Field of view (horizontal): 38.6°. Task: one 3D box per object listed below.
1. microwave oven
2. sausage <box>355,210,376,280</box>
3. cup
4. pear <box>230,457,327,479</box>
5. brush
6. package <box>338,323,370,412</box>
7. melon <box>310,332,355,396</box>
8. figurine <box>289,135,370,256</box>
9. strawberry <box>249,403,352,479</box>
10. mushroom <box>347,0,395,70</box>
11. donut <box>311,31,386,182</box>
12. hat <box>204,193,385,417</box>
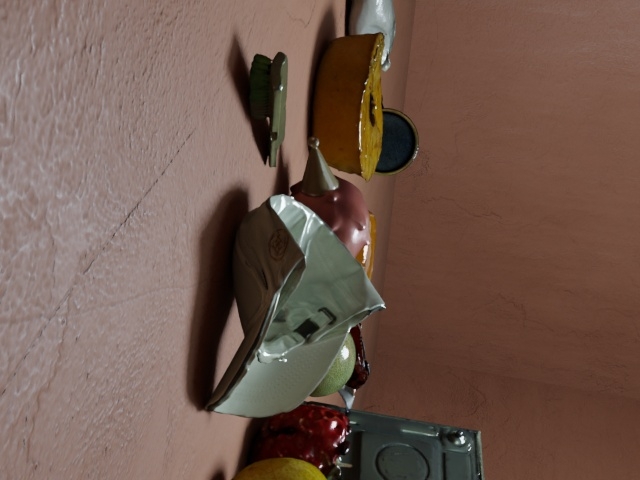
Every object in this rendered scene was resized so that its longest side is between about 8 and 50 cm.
[{"bbox_3d":[0.123,0.526,1.856,0.333,0.394,0.247,-83,-176,-51],"label":"microwave oven"},{"bbox_3d":[0.100,0.031,2.423,0.098,0.098,0.238,-39,137,-78],"label":"sausage"},{"bbox_3d":[0.171,-0.289,2.311,0.177,0.166,0.239,-56,155,-79],"label":"cup"},{"bbox_3d":[-0.064,0.421,1.352,0.209,0.209,0.208,9,90,-82],"label":"pear"},{"bbox_3d":[-0.068,-0.167,1.209,0.282,0.048,0.054,97,6,-75],"label":"brush"},{"bbox_3d":[0.047,0.209,1.886,0.194,0.071,0.269,122,-38,-47],"label":"package"},{"bbox_3d":[0.000,0.222,1.760,0.192,0.139,0.139,107,0,-45],"label":"melon"},{"bbox_3d":[0.000,0.000,1.525,0.387,0.166,0.207,87,-19,-49],"label":"figurine"},{"bbox_3d":[-0.049,0.368,1.606,0.280,0.150,0.253,-75,-170,-49],"label":"strawberry"},{"bbox_3d":[0.104,-0.505,1.841,0.109,0.097,0.351,-73,167,-45],"label":"mushroom"},{"bbox_3d":[0.056,-0.254,1.706,0.277,0.109,0.277,8,90,-78],"label":"donut"},{"bbox_3d":[-0.070,0.098,1.238,0.301,0.168,0.258,-57,147,-1],"label":"hat"}]
